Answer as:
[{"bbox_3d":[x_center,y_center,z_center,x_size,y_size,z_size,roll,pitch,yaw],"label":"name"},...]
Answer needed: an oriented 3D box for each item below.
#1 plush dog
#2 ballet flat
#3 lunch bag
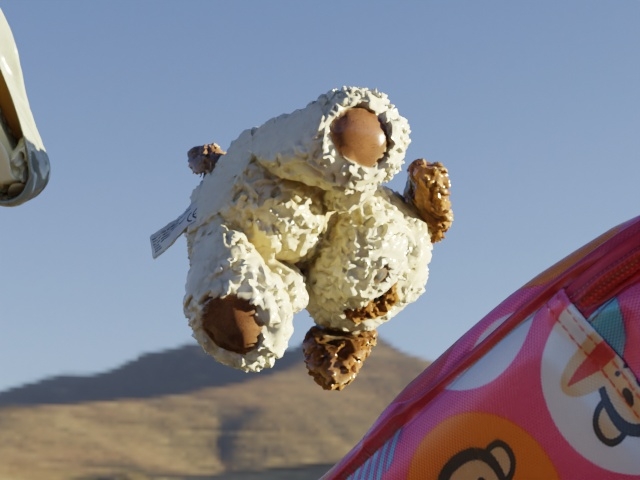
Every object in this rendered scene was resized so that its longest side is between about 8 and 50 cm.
[{"bbox_3d":[0.000,0.000,1.235,0.225,0.262,0.210,33,0,-31],"label":"plush dog"},{"bbox_3d":[-0.283,-0.128,1.150,0.072,0.213,0.068,-15,16,14],"label":"ballet flat"},{"bbox_3d":[0.121,0.109,0.601,0.293,0.120,0.258,-45,-25,24],"label":"lunch bag"}]
